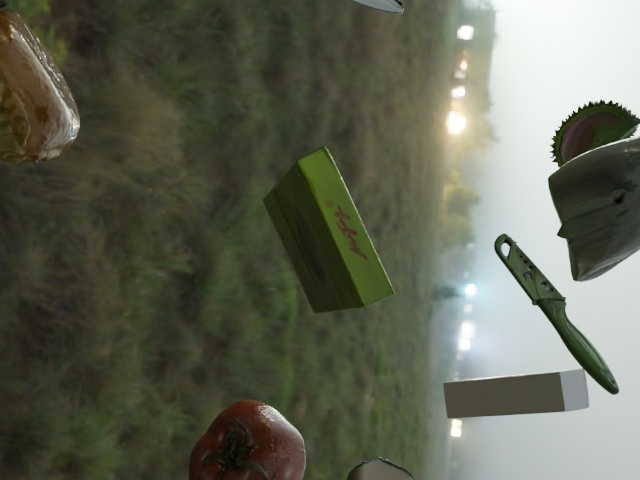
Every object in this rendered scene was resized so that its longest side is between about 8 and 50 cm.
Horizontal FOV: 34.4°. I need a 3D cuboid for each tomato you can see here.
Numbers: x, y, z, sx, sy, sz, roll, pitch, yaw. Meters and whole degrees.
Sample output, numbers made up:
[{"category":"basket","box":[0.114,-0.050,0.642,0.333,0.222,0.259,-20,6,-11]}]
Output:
[{"category":"tomato","box":[-0.139,0.378,1.771,0.095,0.236,0.237,38,51,-41]}]

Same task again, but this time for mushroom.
[{"category":"mushroom","box":[0.460,-0.081,1.391,0.159,0.328,0.122,58,13,-24]}]

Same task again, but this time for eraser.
[{"category":"eraser","box":[0.376,0.301,2.021,0.078,0.298,0.076,0,80,-41]}]

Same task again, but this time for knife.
[{"category":"knife","box":[0.006,-0.510,1.946,0.081,0.335,0.043,-49,167,-38]},{"category":"knife","box":[0.305,0.089,1.346,0.020,0.043,0.293,81,-17,-47]}]

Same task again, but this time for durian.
[{"category":"durian","box":[0.593,-0.230,2.260,0.221,0.137,0.095,-49,171,34]}]

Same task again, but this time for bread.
[{"category":"bread","box":[-0.462,-0.223,1.534,0.389,0.183,0.236,-115,-169,-69]}]

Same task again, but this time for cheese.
[{"category":"cheese","box":[0.105,0.366,1.387,0.092,0.171,0.048,-34,158,-36]}]

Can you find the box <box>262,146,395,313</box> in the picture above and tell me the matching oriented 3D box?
[{"category":"box","box":[0.000,0.000,1.314,0.187,0.047,0.335,66,-11,1]}]
